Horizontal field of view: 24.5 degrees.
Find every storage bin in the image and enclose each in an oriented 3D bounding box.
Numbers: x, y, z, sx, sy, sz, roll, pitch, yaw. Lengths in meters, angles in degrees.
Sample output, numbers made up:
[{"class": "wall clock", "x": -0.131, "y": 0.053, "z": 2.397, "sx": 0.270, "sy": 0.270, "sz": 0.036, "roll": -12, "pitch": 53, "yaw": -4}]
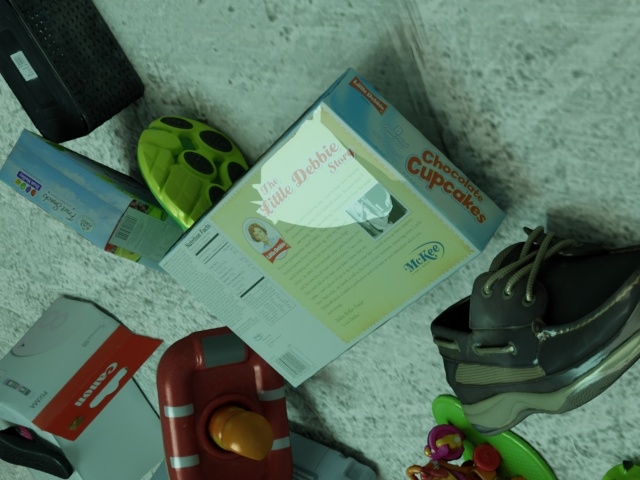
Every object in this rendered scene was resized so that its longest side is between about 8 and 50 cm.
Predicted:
[{"class": "storage bin", "x": -0.289, "y": -0.204, "z": 1.596, "sx": 0.122, "sy": 0.084, "sz": 0.180, "roll": -6, "pitch": 120, "yaw": 56}]

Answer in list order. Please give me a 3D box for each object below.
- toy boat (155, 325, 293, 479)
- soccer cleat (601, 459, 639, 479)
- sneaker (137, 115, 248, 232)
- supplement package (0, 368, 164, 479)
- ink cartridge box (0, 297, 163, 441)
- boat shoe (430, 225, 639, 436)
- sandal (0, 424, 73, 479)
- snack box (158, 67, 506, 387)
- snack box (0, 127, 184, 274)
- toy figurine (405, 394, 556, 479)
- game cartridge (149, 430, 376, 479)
[{"class": "toy boat", "x": -0.098, "y": 0.219, "z": 1.690, "sx": 0.151, "sy": 0.151, "sz": 0.231, "roll": -164, "pitch": 66, "yaw": -69}, {"class": "soccer cleat", "x": 0.329, "y": 0.261, "z": 1.323, "sx": 0.179, "sy": 0.060, "sz": 0.072, "roll": 32, "pitch": 156, "yaw": 40}, {"class": "sneaker", "x": -0.094, "y": 0.001, "z": 1.540, "sx": 0.295, "sy": 0.109, "sz": 0.123, "roll": 50, "pitch": 147, "yaw": -1}, {"class": "supplement package", "x": -0.357, "y": 0.269, "z": 2.167, "sx": 0.203, "sy": 0.149, "sz": 0.194, "roll": -5, "pitch": 120, "yaw": 56}, {"class": "ink cartridge box", "x": -0.346, "y": 0.170, "z": 1.999, "sx": 0.232, "sy": 0.189, "sz": 0.066, "roll": 1, "pitch": 135, "yaw": 54}, {"class": "boat shoe", "x": 0.182, "y": 0.064, "z": 1.214, "sx": 0.130, "sy": 0.132, "sz": 0.355, "roll": 49, "pitch": 150, "yaw": 1}, {"class": "sandal", "x": -0.416, "y": 0.291, "z": 2.089, "sx": 0.179, "sy": 0.040, "sz": 0.067, "roll": 15, "pitch": 142, "yaw": 27}, {"class": "snack box", "x": 0.000, "y": 0.000, "z": 1.348, "sx": 0.187, "sy": 0.060, "sz": 0.322, "roll": 43, "pitch": 139, "yaw": -6}, {"class": "snack box", "x": -0.222, "y": -0.032, "z": 1.613, "sx": 0.174, "sy": 0.070, "sz": 0.207, "roll": 32, "pitch": -176, "yaw": 30}, {"class": "toy figurine", "x": 0.130, "y": 0.266, "z": 1.489, "sx": 0.173, "sy": 0.159, "sz": 0.130, "roll": 45, "pitch": 150, "yaw": 10}, {"class": "game cartridge", "x": -0.089, "y": 0.319, "z": 1.809, "sx": 0.297, "sy": 0.198, "sz": 0.062, "roll": 17, "pitch": 159, "yaw": 45}]
